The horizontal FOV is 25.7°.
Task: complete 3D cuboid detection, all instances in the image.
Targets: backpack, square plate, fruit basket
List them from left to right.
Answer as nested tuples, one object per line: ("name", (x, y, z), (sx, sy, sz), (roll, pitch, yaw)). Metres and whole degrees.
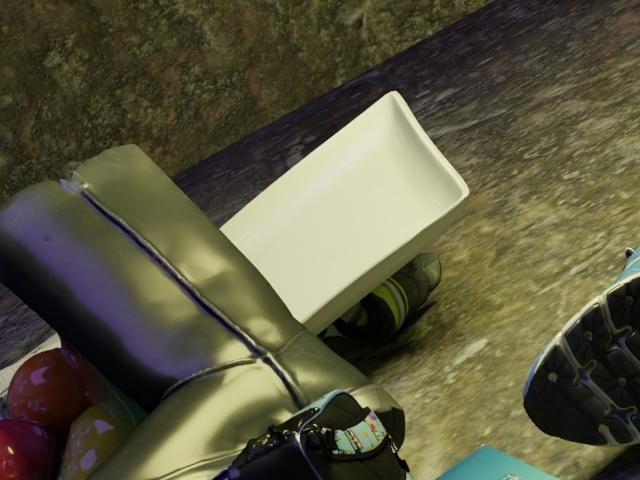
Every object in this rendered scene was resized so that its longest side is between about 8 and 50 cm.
("fruit basket", (-0.276, 0.221, 1.449), (0.353, 0.165, 0.327), (-30, 36, -18))
("square plate", (0.000, 0.000, 1.616), (0.347, 0.049, 0.344), (-39, 26, 7))
("backpack", (0.007, 0.202, 1.093), (0.117, 0.158, 0.173), (-30, 2, 17))

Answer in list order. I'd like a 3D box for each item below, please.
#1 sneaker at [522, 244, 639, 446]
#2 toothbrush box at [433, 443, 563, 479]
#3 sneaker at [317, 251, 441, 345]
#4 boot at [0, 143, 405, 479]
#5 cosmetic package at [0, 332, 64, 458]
("sneaker", (0.293, 0.063, 1.147), (0.330, 0.130, 0.147), (-31, -1, -21))
("toothbrush box", (0.101, 0.250, 0.789), (0.216, 0.126, 0.295), (-32, 13, -16))
("sneaker", (0.037, 0.056, 1.697), (0.121, 0.111, 0.300), (-29, 20, -27))
("boot", (-0.195, 0.104, 1.294), (0.367, 0.146, 0.445), (-19, 49, -36))
("cosmetic package", (-0.289, 0.198, 1.699), (0.151, 0.151, 0.183), (-12, 21, 48))
